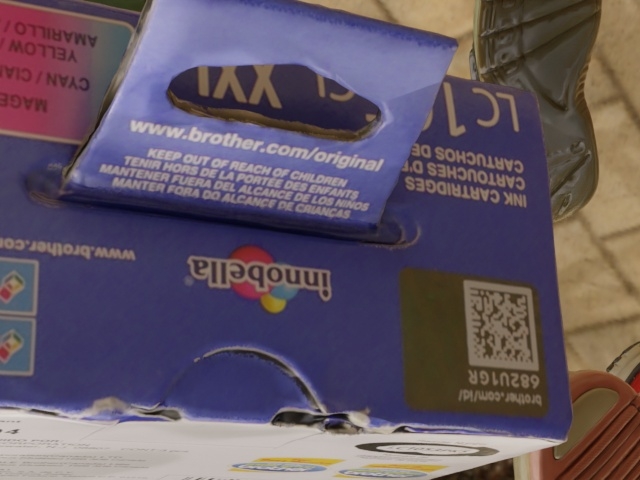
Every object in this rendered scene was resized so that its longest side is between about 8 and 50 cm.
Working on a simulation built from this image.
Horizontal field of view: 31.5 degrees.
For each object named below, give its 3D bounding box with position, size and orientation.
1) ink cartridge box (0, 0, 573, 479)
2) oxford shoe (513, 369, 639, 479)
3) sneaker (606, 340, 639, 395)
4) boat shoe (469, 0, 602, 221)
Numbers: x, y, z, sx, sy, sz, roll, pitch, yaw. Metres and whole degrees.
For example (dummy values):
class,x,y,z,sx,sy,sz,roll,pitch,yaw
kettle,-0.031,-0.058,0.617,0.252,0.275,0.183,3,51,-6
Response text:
class,x,y,z,sx,sy,sz,roll,pitch,yaw
ink cartridge box,-0.085,0.033,0.477,0.270,0.151,0.395,7,160,-25
oxford shoe,0.195,0.239,0.863,0.146,0.140,0.397,29,147,49
sneaker,0.280,0.233,1.085,0.118,0.279,0.107,32,-176,27
boat shoe,0.124,-0.111,0.694,0.080,0.073,0.223,-20,129,-6
